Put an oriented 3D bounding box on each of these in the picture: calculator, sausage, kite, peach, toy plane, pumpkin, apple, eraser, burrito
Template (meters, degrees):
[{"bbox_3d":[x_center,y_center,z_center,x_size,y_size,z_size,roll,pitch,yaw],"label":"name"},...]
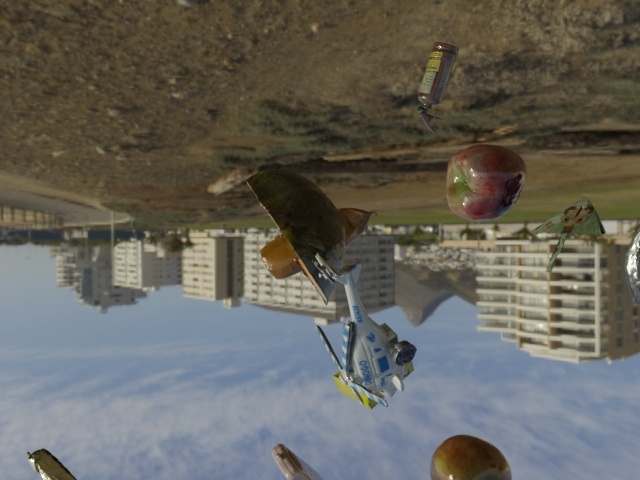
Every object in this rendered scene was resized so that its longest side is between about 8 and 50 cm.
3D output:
[{"bbox_3d":[-0.036,0.476,1.143,0.175,0.032,0.100,50,171,-30],"label":"calculator"},{"bbox_3d":[-0.002,-0.006,1.502,0.328,0.112,0.112,-28,-179,-1],"label":"sausage"},{"bbox_3d":[0.636,-0.017,1.466,0.012,0.250,0.229,43,161,-21],"label":"kite"},{"bbox_3d":[0.319,-0.113,1.060,0.152,0.152,0.152,0,180,0],"label":"peach"},{"bbox_3d":[0.058,0.121,0.778,0.107,0.273,0.182,-25,-162,-15],"label":"toy plane"},{"bbox_3d":[-0.010,-0.019,1.173,0.148,0.312,0.169,-37,-157,-7],"label":"pumpkin"},{"bbox_3d":[0.366,0.574,1.392,0.188,0.188,0.174,0,-171,-21],"label":"apple"},{"bbox_3d":[0.099,0.248,1.062,0.122,0.045,0.097,-34,-150,-26],"label":"eraser"},{"bbox_3d":[-0.493,0.462,1.078,0.186,0.041,0.045,30,-153,24],"label":"burrito"}]

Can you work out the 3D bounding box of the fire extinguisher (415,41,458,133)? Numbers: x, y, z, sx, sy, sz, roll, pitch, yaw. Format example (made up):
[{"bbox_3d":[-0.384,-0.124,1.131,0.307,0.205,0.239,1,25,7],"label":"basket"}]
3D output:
[{"bbox_3d":[0.349,-0.447,1.668,0.106,0.252,0.075,18,-169,10],"label":"fire extinguisher"}]

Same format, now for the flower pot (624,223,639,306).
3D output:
[{"bbox_3d":[0.778,0.034,1.140,0.299,0.299,0.283,0,-168,39],"label":"flower pot"}]
